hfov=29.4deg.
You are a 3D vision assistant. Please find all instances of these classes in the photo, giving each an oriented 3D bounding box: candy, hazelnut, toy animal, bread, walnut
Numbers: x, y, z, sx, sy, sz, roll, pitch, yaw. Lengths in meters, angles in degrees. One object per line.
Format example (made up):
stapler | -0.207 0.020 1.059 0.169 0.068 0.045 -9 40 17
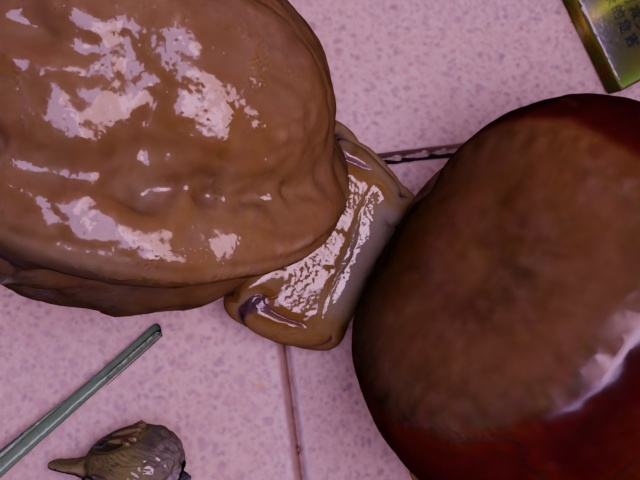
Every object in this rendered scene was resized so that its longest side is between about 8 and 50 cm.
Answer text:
candy | -0.284 0.192 1.186 0.335 0.093 0.092 -41 118 -16
hazelnut | 0.219 0.064 1.146 0.359 0.359 0.409 37 83 -9
toy animal | -0.192 0.234 1.191 0.137 0.098 0.098 -17 94 13
bread | 0.000 0.000 1.222 0.134 0.081 0.225 31 83 -14
walnut | -0.173 -0.104 1.061 0.384 0.383 0.383 0 91 -10

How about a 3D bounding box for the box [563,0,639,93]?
box | 0.408 -0.301 1.309 0.311 0.043 0.173 -28 95 -8

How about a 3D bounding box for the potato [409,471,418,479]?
potato | 0.121 0.220 1.268 0.051 0.040 0.083 13 87 -5
